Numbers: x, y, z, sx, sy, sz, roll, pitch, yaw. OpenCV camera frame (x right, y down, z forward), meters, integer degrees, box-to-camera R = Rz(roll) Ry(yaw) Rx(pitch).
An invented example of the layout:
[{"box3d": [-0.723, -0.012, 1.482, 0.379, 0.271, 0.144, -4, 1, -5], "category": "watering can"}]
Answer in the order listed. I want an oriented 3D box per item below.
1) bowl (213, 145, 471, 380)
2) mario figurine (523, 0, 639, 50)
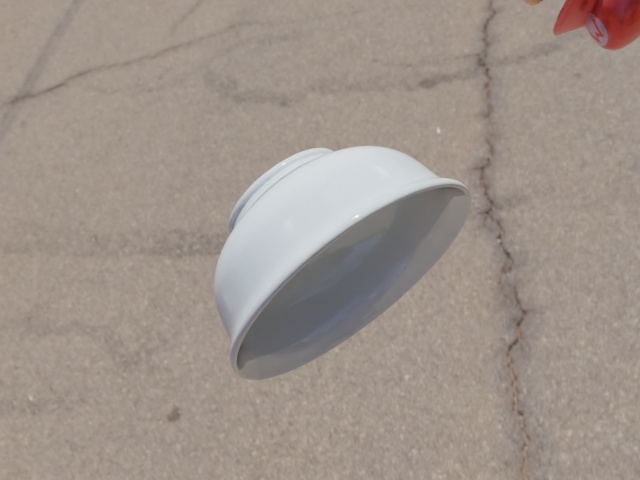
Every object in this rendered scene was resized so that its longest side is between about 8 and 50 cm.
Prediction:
[{"box3d": [0.000, 0.000, 0.866, 0.298, 0.298, 0.134, -31, 68, -18], "category": "bowl"}, {"box3d": [0.203, -0.315, 0.801, 0.198, 0.170, 0.321, -13, 71, -39], "category": "mario figurine"}]
